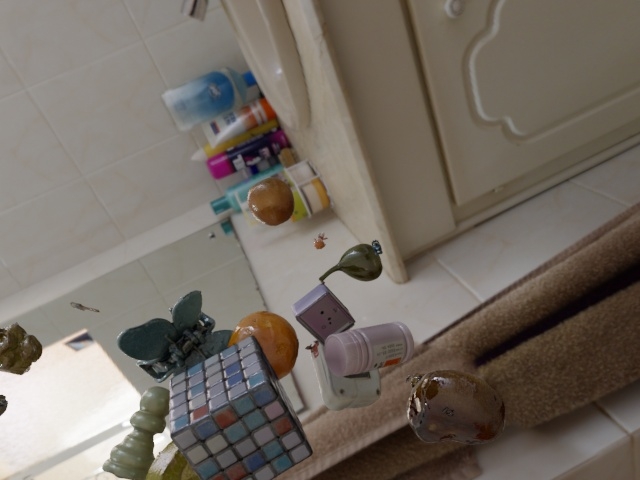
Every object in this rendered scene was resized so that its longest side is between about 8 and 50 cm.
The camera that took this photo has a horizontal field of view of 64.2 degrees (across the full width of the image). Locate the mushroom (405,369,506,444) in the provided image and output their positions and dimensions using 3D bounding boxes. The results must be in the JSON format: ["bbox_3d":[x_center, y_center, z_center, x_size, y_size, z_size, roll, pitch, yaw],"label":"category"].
[{"bbox_3d":[0.446,0.544,1.739,0.259,0.346,0.345,-75,-28,-47],"label":"mushroom"}]

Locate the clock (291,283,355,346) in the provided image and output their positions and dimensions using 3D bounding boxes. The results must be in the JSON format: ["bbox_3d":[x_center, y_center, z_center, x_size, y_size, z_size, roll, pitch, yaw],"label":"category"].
[{"bbox_3d":[0.011,0.255,1.724,0.193,0.145,0.073,50,-176,-36],"label":"clock"}]

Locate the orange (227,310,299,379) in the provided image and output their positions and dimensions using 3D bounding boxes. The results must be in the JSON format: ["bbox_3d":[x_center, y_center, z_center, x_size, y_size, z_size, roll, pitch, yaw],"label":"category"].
[{"bbox_3d":[-0.196,0.361,1.719,0.246,0.246,0.246,63,174,11],"label":"orange"}]

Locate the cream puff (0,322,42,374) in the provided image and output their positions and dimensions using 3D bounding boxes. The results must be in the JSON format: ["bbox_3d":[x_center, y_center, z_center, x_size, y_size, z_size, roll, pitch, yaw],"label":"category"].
[{"bbox_3d":[-1.210,0.425,1.961,0.244,0.196,0.244,20,137,20],"label":"cream puff"}]

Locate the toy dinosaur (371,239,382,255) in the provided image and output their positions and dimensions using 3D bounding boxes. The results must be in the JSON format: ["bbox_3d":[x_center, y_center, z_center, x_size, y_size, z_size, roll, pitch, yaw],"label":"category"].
[{"bbox_3d":[0.203,0.022,1.843,0.083,0.031,0.047,-102,-8,-69],"label":"toy dinosaur"}]

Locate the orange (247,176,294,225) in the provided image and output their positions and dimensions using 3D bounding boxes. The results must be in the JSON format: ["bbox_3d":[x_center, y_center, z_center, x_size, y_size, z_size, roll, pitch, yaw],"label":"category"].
[{"bbox_3d":[-0.202,-0.159,2.112,0.205,0.206,0.206,63,174,11],"label":"orange"}]

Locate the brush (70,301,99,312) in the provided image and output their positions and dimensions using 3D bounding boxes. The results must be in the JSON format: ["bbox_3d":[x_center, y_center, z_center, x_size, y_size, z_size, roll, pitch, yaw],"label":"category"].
[{"bbox_3d":[-1.057,0.305,2.294,0.014,0.170,0.043,-60,-33,-39],"label":"brush"}]

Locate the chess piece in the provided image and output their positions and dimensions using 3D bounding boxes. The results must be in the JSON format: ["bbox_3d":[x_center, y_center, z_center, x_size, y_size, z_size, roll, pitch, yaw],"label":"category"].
[{"bbox_3d":[-0.661,0.712,1.912,0.182,0.183,0.330,77,-150,-65],"label":"chess piece"}]

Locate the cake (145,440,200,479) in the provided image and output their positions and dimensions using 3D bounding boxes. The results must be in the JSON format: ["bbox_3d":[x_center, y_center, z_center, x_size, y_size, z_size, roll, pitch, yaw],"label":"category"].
[{"bbox_3d":[-0.457,0.773,1.716,0.156,0.260,0.179,-20,122,42],"label":"cake"}]

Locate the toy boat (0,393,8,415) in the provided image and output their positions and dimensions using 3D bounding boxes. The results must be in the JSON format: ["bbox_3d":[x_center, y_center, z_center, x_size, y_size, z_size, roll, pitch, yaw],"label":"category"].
[{"bbox_3d":[-1.113,0.556,1.689,0.066,0.084,0.210,24,164,7],"label":"toy boat"}]

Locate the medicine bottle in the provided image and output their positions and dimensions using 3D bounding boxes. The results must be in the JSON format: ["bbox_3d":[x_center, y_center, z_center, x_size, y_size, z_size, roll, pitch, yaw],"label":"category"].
[{"bbox_3d":[0.148,0.323,1.531,0.133,0.250,0.133,8,99,58],"label":"medicine bottle"}]

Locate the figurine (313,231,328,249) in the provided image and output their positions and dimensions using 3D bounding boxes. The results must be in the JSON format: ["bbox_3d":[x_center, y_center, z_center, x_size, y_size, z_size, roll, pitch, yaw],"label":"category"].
[{"bbox_3d":[0.000,0.000,2.064,0.109,0.064,0.047,-76,-27,-60],"label":"figurine"}]

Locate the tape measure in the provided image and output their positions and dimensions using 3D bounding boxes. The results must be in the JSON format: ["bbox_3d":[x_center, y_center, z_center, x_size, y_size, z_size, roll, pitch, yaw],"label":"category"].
[{"bbox_3d":[0.097,0.499,1.931,0.130,0.265,0.258,-59,37,42],"label":"tape measure"}]

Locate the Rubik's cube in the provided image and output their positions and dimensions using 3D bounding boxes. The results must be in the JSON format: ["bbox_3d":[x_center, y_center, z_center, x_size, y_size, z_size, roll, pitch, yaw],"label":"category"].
[{"bbox_3d":[-0.231,0.495,1.438,0.286,0.292,0.293,64,170,-21],"label":"Rubik's cube"}]

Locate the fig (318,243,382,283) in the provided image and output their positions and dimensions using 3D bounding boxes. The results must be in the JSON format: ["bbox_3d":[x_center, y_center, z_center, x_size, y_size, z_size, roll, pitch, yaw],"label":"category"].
[{"bbox_3d":[0.106,0.103,1.955,0.151,0.260,0.151,164,90,-81],"label":"fig"}]

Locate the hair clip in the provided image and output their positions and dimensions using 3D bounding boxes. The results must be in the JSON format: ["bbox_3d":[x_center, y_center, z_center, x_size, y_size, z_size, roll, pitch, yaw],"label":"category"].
[{"bbox_3d":[-0.499,0.362,1.808,0.392,0.318,0.238,50,154,-19],"label":"hair clip"}]
